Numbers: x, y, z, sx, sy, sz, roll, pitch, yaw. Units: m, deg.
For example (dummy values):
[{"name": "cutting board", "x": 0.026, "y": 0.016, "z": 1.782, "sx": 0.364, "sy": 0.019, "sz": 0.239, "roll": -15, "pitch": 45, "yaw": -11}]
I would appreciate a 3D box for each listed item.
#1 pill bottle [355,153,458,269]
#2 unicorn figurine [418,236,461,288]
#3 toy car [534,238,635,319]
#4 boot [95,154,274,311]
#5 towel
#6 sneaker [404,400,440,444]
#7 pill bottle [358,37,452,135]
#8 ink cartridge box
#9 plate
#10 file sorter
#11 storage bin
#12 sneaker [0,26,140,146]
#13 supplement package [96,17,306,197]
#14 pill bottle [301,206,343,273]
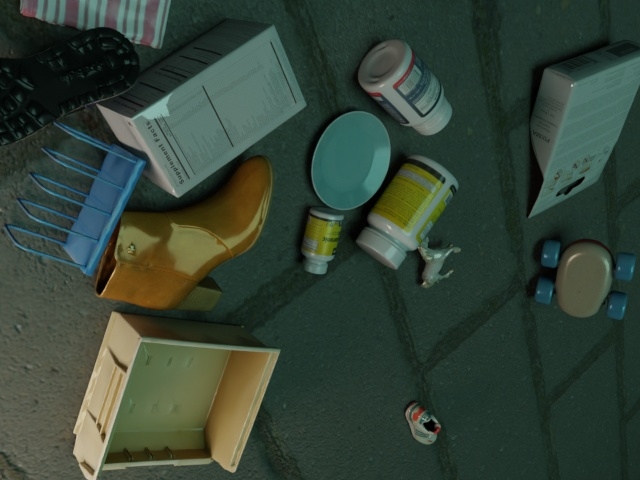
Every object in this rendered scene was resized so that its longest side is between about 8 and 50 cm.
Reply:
[{"name": "pill bottle", "x": 0.167, "y": -0.055, "z": 1.286, "sx": 0.208, "sy": 0.119, "sz": 0.119, "roll": -55, "pitch": 132, "yaw": -7}, {"name": "unicorn figurine", "x": 0.250, "y": 0.041, "z": 1.433, "sx": 0.111, "sy": 0.060, "sz": 0.161, "roll": -19, "pitch": 119, "yaw": -32}, {"name": "toy car", "x": 0.714, "y": 0.074, "z": 1.763, "sx": 0.238, "sy": 0.219, "sz": 0.210, "roll": -38, "pitch": 134, "yaw": -58}, {"name": "boot", "x": -0.209, "y": -0.023, "z": 1.010, "sx": 0.211, "sy": 0.104, "sz": 0.295, "roll": 19, "pitch": 100, "yaw": -42}, {"name": "towel", "x": -0.284, "y": -0.344, "z": 0.863, "sx": 0.197, "sy": 0.029, "sz": 0.144, "roll": 3, "pitch": 107, "yaw": -40}, {"name": "sneaker", "x": 0.265, "y": 0.466, "z": 1.616, "sx": 0.057, "sy": 0.075, "sz": 0.161, "roll": -41, "pitch": 129, "yaw": -18}, {"name": "pill bottle", "x": 0.161, "y": -0.272, "z": 1.195, "sx": 0.180, "sy": 0.108, "sz": 0.107, "roll": 34, "pitch": 86, "yaw": -42}, {"name": "ink cartridge box", "x": 0.628, "y": -0.271, "z": 1.611, "sx": 0.308, "sy": 0.091, "sz": 0.384, "roll": -25, "pitch": 139, "yaw": -29}, {"name": "plate", "x": 0.054, "y": -0.149, "z": 1.219, "sx": 0.188, "sy": 0.024, "sz": 0.188, "roll": -16, "pitch": 119, "yaw": -32}, {"name": "file sorter", "x": -0.335, "y": -0.062, "z": 0.884, "sx": 0.105, "sy": 0.118, "sz": 0.170, "roll": 25, "pitch": 92, "yaw": -39}, {"name": "storage bin", "x": -0.243, "y": 0.266, "z": 1.094, "sx": 0.262, "sy": 0.123, "sz": 0.260, "roll": 13, "pitch": 100, "yaw": -42}, {"name": "sneaker", "x": -0.366, "y": -0.171, "z": 0.797, "sx": 0.283, "sy": 0.124, "sz": 0.107, "roll": -26, "pitch": 103, "yaw": -35}, {"name": "supplement package", "x": -0.169, "y": -0.198, "z": 0.946, "sx": 0.244, "sy": 0.134, "sz": 0.139, "roll": -39, "pitch": 128, "yaw": -20}, {"name": "pill bottle", "x": 0.000, "y": 0.000, "z": 1.212, "sx": 0.065, "sy": 0.065, "sz": 0.116, "roll": 1, "pitch": 108, "yaw": -39}]
